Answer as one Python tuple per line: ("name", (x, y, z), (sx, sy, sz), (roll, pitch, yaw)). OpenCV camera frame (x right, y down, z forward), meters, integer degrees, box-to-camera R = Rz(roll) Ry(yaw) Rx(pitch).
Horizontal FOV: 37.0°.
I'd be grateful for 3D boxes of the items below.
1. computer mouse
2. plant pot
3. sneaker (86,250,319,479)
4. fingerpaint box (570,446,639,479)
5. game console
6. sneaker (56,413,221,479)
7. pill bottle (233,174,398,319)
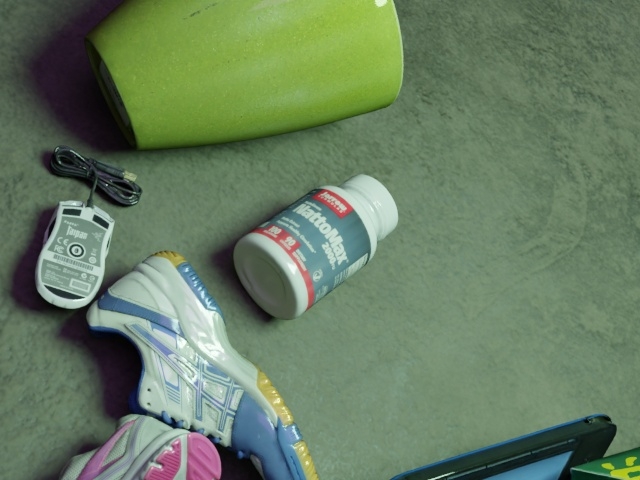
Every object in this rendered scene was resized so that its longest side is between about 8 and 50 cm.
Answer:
("computer mouse", (-0.259, -0.007, 1.019), (0.106, 0.042, 0.193), (22, 53, -18))
("plant pot", (-0.103, -0.223, 1.081), (0.294, 0.275, 0.274), (-25, 77, -15))
("sneaker", (-0.122, 0.159, 0.974), (0.131, 0.112, 0.296), (-35, 80, -15))
("fingerpaint box", (0.476, 0.416, 0.982), (0.371, 0.163, 0.444), (-9, 89, -26))
("game console", (0.195, 0.343, 0.971), (0.293, 0.250, 0.173), (-10, 44, -27))
("sneaker", (-0.208, 0.266, 0.880), (0.252, 0.111, 0.103), (-47, 130, -17))
("pill bottle", (0.000, 0.000, 1.085), (0.180, 0.108, 0.108), (-36, 83, -33))
